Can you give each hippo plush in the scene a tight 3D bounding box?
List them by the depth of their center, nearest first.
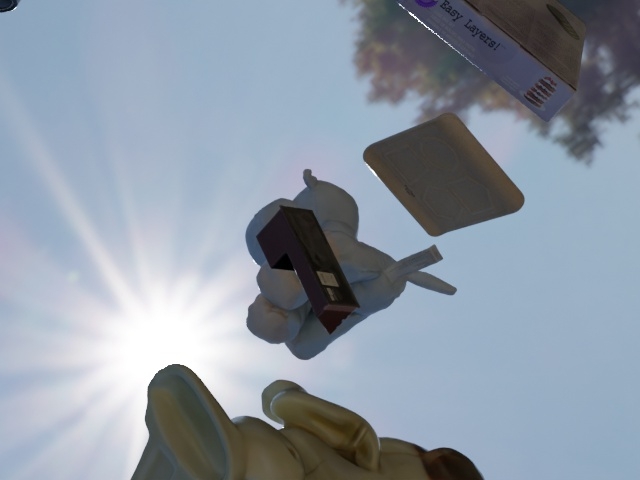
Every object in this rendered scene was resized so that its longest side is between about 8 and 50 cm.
[{"bbox_3d":[0.000,0.000,2.022,0.236,0.294,0.234,65,-178,35],"label":"hippo plush"}]

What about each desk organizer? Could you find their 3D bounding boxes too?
[{"bbox_3d":[-0.015,0.031,1.419,0.047,0.050,0.130,8,-135,-43],"label":"desk organizer"}]

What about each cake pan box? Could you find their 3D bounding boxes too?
[{"bbox_3d":[0.229,-0.302,1.827,0.267,0.070,0.245,37,-151,-9],"label":"cake pan box"}]

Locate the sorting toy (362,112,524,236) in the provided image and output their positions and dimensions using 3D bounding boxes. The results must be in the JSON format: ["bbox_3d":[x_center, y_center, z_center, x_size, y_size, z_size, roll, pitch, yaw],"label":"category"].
[{"bbox_3d":[0.189,-0.101,2.124,0.193,0.208,0.038,48,-126,-16],"label":"sorting toy"}]

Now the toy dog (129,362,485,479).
[{"bbox_3d":[0.010,0.313,1.539,0.408,0.284,0.395,6,-162,-47],"label":"toy dog"}]

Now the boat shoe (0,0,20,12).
[{"bbox_3d":[-0.490,-0.317,1.659,0.303,0.114,0.091,13,-117,-39],"label":"boat shoe"}]
